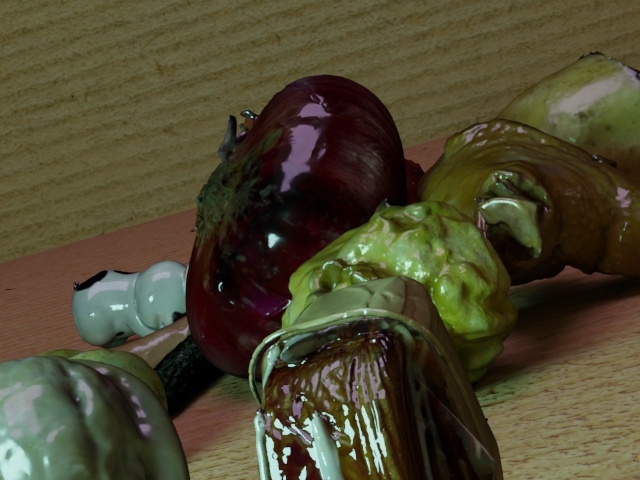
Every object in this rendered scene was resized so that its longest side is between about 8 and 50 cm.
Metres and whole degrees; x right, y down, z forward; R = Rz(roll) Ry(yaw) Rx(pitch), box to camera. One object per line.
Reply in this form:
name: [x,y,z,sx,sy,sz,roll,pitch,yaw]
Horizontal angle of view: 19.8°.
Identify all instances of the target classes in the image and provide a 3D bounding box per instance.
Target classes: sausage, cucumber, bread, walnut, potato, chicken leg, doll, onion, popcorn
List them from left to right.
walnut: [-0.187,0.183,1.295,0.224,0.224,0.224,-16,8,2]
sausage: [-0.215,0.141,2.127,0.304,0.078,0.078,-20,9,-30]
doll: [-0.239,0.086,2.425,0.180,0.107,0.110,-9,-11,12]
cucumber: [-0.153,0.150,2.023,0.058,0.052,0.214,14,19,13]
onion: [0.000,0.000,2.007,0.285,0.347,0.347,24,-3,-16]
popcorn: [0.062,0.060,1.693,0.233,0.192,0.266,-20,-10,18]
bread: [0.047,0.143,1.112,0.142,0.224,0.212,-16,30,18]
chicken leg: [0.239,-0.024,1.872,0.295,0.182,0.409,13,2,4]
potato: [0.304,-0.101,2.263,0.242,0.242,0.285,-19,15,-15]

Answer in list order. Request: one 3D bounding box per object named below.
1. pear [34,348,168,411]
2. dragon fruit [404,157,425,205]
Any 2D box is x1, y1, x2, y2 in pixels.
pear: [-0.225,0.171,1.731,0.167,0.136,0.167,-13,6,1]
dragon fruit: [-0.049,-0.051,2.498,0.302,0.240,0.330,-34,-11,37]
